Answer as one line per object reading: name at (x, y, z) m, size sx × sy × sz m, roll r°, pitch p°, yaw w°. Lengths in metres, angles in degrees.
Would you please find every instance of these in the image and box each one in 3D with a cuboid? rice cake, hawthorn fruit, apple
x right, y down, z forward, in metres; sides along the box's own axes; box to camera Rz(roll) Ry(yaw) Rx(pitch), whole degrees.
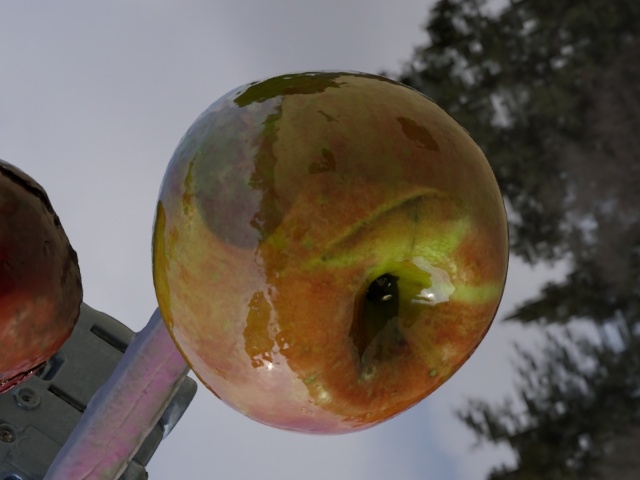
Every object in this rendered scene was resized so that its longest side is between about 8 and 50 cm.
rice cake at (-0.135, 0.106, 1.228) m, size 0.055 × 0.270 × 0.049 m, roll 33°, pitch 176°, yaw 31°
hawthorn fruit at (-0.274, 0.049, 1.047) m, size 0.181 × 0.235 × 0.181 m, roll 39°, pitch 158°, yaw 19°
apple at (0.000, 0.000, 0.834) m, size 0.196 × 0.196 × 0.196 m, roll 53°, pitch -156°, yaw -36°

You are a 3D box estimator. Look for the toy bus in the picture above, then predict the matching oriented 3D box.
toy bus at (-0.271, 0.200, 1.469) m, size 0.197 × 0.232 × 0.294 m, roll 34°, pitch -145°, yaw -6°
